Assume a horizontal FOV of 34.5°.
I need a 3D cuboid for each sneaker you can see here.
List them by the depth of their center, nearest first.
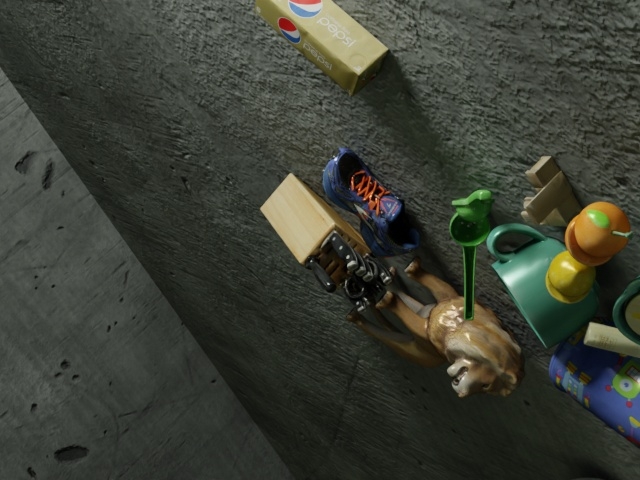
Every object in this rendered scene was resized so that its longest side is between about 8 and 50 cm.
[{"bbox_3d":[0.085,-0.060,1.575,0.087,0.083,0.221,5,145,50],"label":"sneaker"}]

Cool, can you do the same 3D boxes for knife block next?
[{"bbox_3d":[0.000,0.000,1.674,0.276,0.088,0.242,42,-174,11],"label":"knife block"}]

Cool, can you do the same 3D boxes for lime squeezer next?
[{"bbox_3d":[0.199,-0.015,1.383,0.059,0.110,0.310,12,149,10],"label":"lime squeezer"}]

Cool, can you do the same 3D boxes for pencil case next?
[{"bbox_3d":[0.437,0.208,1.292,0.306,0.133,0.119,36,-177,39],"label":"pencil case"}]

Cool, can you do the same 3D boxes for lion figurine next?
[{"bbox_3d":[0.192,0.153,1.707,0.240,0.142,0.392,39,174,-4],"label":"lion figurine"}]

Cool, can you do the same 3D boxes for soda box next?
[{"bbox_3d":[0.000,-0.274,1.347,0.181,0.061,0.058,42,158,10],"label":"soda box"}]

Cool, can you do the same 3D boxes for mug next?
[{"bbox_3d":[0.289,0.052,1.305,0.158,0.097,0.129,51,-172,-45],"label":"mug"}]

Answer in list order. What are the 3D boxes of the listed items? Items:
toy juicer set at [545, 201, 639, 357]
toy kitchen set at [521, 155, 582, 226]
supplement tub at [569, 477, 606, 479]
[{"bbox_3d":[0.362,0.081,1.163,0.209,0.089,0.329,1,140,21],"label":"toy juicer set"},{"bbox_3d":[0.258,-0.049,1.259,0.083,0.068,0.075,55,158,-20],"label":"toy kitchen set"},{"bbox_3d":[0.466,0.547,1.779,0.191,0.191,0.272,32,155,32],"label":"supplement tub"}]
